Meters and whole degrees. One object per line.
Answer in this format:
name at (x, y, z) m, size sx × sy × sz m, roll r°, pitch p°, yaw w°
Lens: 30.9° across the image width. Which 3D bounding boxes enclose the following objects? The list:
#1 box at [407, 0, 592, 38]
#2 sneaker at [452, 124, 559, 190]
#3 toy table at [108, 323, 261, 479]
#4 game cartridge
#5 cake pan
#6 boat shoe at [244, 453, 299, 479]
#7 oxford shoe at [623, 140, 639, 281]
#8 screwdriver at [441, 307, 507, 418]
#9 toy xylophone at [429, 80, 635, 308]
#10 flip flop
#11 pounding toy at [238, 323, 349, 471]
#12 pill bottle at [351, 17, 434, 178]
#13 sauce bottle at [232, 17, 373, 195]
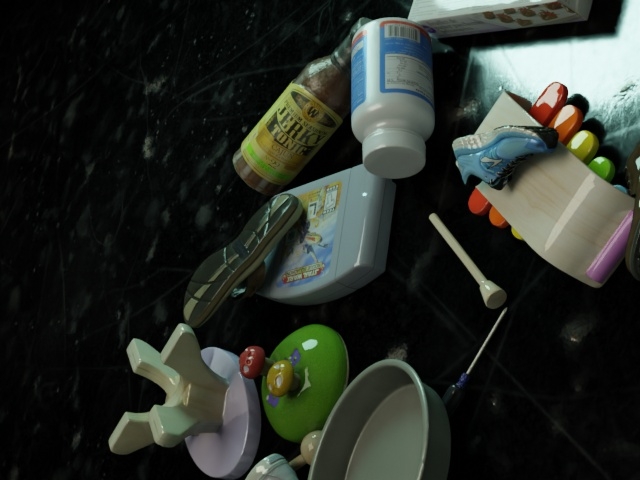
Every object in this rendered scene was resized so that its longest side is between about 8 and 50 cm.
box at (0.249, -0.337, 1.633) m, size 0.324 × 0.063 × 0.067 m, roll 6°, pitch 76°, yaw 57°
sneaker at (0.227, -0.098, 1.398) m, size 0.162 × 0.063 × 0.073 m, roll -11°, pitch 82°, yaw 58°
toy table at (-0.220, 0.263, 1.898) m, size 0.252 × 0.161 × 0.274 m, roll -64°, pitch 32°, yaw 7°
game cartridge at (0.000, 0.000, 1.823) m, size 0.297 × 0.062 × 0.198 m, roll -17°, pitch 55°, yaw 51°
cake pan at (0.074, 0.301, 1.502) m, size 0.293 × 0.054 × 0.293 m, roll -48°, pitch 30°, yaw 39°
boat shoe at (-0.091, 0.417, 1.694) m, size 0.081 × 0.079 × 0.227 m, roll 43°, pitch 122°, yaw 30°
oxford shoe at (0.378, -0.055, 1.279) m, size 0.096 × 0.083 × 0.227 m, roll -6°, pitch 57°, yaw 60°
screwdriver at (0.192, 0.157, 1.476) m, size 0.024 × 0.025 × 0.170 m, roll 39°, pitch 106°, yaw 56°
toy xylophone at (0.257, -0.055, 1.445) m, size 0.236 × 0.081 × 0.322 m, roll -52°, pitch 36°, yaw 25°
flip flop at (-0.118, 0.042, 1.865) m, size 0.277 × 0.080 × 0.112 m, roll -47°, pitch 31°, yaw 6°
pounding toy at (-0.056, 0.227, 1.722) m, size 0.183 × 0.110 × 0.237 m, roll -29°, pitch 49°, yaw 45°
pill bottle at (0.106, -0.208, 1.715) m, size 0.124 × 0.124 × 0.221 m, roll -30°, pitch 49°, yaw 45°
sauce bottle at (-0.013, -0.221, 1.909) m, size 0.344 × 0.111 × 0.111 m, roll -49°, pitch 37°, yaw 31°
